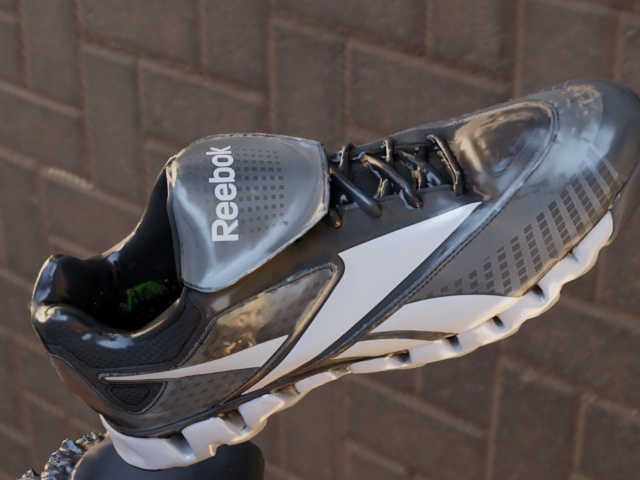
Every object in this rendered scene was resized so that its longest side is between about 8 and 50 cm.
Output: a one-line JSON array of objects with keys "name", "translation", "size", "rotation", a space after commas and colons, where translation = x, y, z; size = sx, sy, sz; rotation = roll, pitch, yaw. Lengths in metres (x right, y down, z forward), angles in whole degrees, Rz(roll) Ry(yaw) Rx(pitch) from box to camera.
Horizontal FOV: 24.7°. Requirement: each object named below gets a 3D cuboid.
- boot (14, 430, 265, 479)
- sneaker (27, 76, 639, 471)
[{"name": "boot", "translation": [-0.040, 0.157, 0.593], "size": [0.246, 0.207, 0.094], "rotation": [-17, 132, 19]}, {"name": "sneaker", "translation": [0.000, 0.000, 0.499], "size": [0.234, 0.078, 0.106], "rotation": [-27, 136, 15]}]
